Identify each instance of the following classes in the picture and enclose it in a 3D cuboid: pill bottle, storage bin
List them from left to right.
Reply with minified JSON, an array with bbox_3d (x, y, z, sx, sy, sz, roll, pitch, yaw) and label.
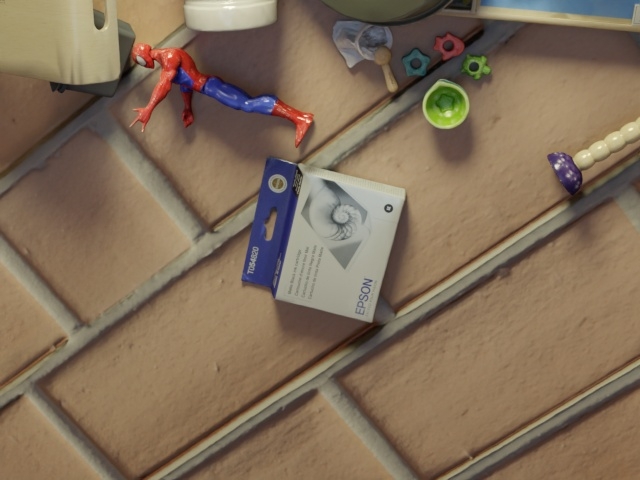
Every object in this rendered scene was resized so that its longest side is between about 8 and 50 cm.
[{"bbox_3d":[-0.337,-0.279,1.660,0.091,0.098,0.135,14,114,-29],"label":"storage bin"},{"bbox_3d":[-0.133,-0.435,1.531,0.162,0.162,0.278,0,110,7],"label":"pill bottle"}]

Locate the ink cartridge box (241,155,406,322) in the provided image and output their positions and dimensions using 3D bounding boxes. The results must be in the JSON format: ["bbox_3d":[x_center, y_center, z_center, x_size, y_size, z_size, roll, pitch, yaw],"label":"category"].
[{"bbox_3d":[0.000,0.000,1.741,0.224,0.045,0.223,13,112,2],"label":"ink cartridge box"}]

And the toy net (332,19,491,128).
[{"bbox_3d":[0.126,-0.263,1.627,0.232,0.045,0.122,30,111,-5],"label":"toy net"}]

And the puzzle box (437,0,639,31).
[{"bbox_3d":[0.330,-0.427,1.515,0.409,0.052,0.272,5,120,5],"label":"puzzle box"}]

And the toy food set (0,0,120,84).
[{"bbox_3d":[-0.419,-0.350,1.577,0.306,0.092,0.219,13,116,26],"label":"toy food set"}]

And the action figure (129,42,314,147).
[{"bbox_3d":[-0.165,-0.190,1.662,0.280,0.091,0.139,29,101,-4],"label":"action figure"}]

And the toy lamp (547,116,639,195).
[{"bbox_3d":[0.462,-0.163,1.608,0.275,0.080,0.080,-34,103,17],"label":"toy lamp"}]

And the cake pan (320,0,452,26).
[{"bbox_3d":[0.070,-0.424,1.515,0.293,0.054,0.293,14,122,23],"label":"cake pan"}]
